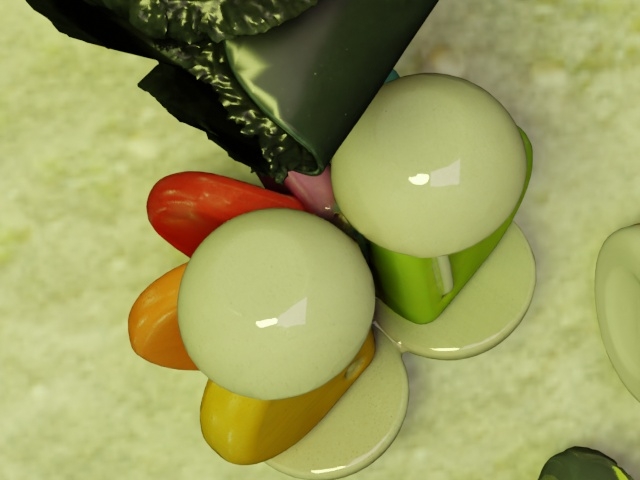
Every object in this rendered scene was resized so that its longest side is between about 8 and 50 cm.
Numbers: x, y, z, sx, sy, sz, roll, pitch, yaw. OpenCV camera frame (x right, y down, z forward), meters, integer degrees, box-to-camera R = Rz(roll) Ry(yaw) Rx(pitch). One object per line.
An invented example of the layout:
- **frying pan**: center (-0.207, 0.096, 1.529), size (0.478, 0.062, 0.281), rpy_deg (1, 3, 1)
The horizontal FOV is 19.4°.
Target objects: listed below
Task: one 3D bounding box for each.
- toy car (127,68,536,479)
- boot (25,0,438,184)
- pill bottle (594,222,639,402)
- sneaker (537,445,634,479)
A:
- **toy car**: center (0.000, 0.000, 0.770), size (0.182, 0.159, 0.136), rpy_deg (-42, 65, -11)
- **boot**: center (-0.028, -0.164, 0.578), size (0.207, 0.094, 0.246), rpy_deg (-48, 108, -14)
- **pill bottle**: center (0.207, 0.021, 0.843), size (0.152, 0.086, 0.086), rpy_deg (-12, 94, -16)
- **sneaker**: center (0.052, 0.223, 0.795), size (0.121, 0.111, 0.300), rpy_deg (25, 82, -11)
